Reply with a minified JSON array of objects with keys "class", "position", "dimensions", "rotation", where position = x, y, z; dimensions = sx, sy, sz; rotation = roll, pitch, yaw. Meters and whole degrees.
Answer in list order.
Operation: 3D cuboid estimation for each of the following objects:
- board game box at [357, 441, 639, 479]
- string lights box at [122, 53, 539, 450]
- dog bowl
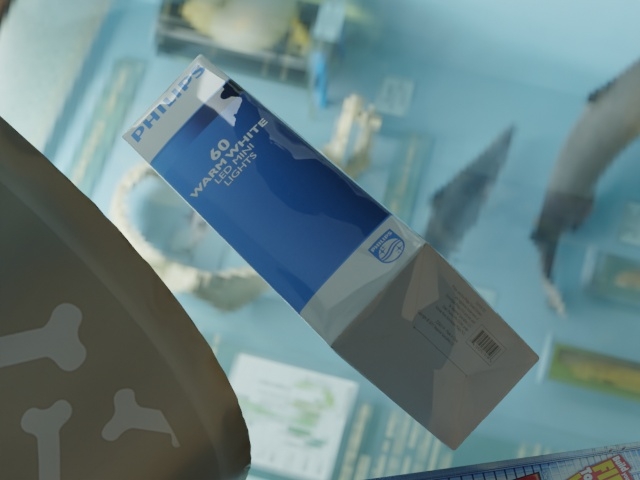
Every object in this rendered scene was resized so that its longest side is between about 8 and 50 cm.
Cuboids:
[{"class":"board game box","position":[0.113,0.177,0.780],"dimensions":[0.194,0.194,0.060],"rotation":[-100,-12,-54]},{"class":"string lights box","position":[0.000,0.000,0.928],"dimensions":[0.077,0.259,0.133],"rotation":[-47,-48,-1]},{"class":"dog bowl","position":[-0.200,0.039,0.648],"dimensions":[0.102,0.348,0.349],"rotation":[-54,-19,-26]}]
